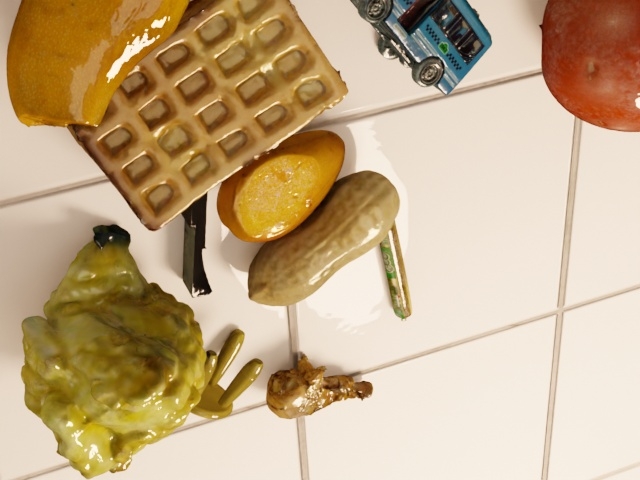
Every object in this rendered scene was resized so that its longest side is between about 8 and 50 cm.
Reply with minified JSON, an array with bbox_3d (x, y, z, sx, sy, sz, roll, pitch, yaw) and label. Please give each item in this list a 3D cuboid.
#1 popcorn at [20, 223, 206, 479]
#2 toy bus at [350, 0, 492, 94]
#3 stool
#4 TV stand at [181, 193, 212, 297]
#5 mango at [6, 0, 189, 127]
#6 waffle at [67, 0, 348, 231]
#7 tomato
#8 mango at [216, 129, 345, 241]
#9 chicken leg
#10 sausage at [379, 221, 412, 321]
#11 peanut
[{"bbox_3d":[-0.293,0.180,1.625,0.293,0.293,0.237,25,128,-37],"label":"popcorn"},{"bbox_3d":[0.117,-0.313,1.558,0.134,0.113,0.246,-44,132,2],"label":"toy bus"},{"bbox_3d":[-0.165,0.197,1.788,0.110,0.134,0.135,-62,170,20],"label":"stool"},{"bbox_3d":[-0.171,-0.037,1.657,0.040,0.049,0.256,-10,126,-23],"label":"TV stand"},{"bbox_3d":[-0.250,-0.285,1.355,0.359,0.187,0.144,-51,166,7],"label":"mango"},{"bbox_3d":[-0.148,-0.183,1.500,0.328,0.098,0.224,-35,113,-2],"label":"waffle"},{"bbox_3d":[0.449,-0.277,1.660,0.265,0.265,0.264,-13,127,-18],"label":"tomato"},{"bbox_3d":[-0.053,-0.085,1.640,0.217,0.102,0.141,-36,127,-20],"label":"mango"},{"bbox_3d":[0.002,0.238,1.922,0.208,0.085,0.101,1,111,-37],"label":"chicken leg"},{"bbox_3d":[0.114,0.030,1.854,0.033,0.033,0.269,-23,130,-10],"label":"sausage"},{"bbox_3d":[0.000,0.000,1.728,0.275,0.125,0.111,-37,93,11],"label":"peanut"}]
